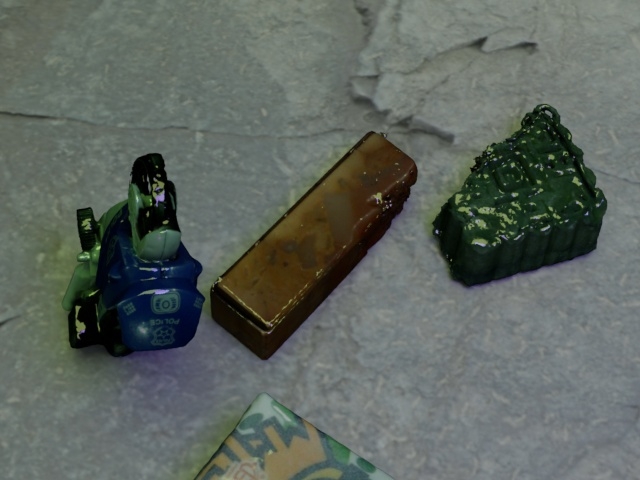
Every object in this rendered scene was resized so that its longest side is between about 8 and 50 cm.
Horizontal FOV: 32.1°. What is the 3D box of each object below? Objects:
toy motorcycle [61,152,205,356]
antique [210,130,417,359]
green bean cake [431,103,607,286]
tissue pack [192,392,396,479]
[{"bbox_3d":[-0.199,0.042,1.212,0.125,0.331,0.196,-2,71,-21],"label":"toy motorcycle"},{"bbox_3d":[0.000,0.000,1.377,0.093,0.087,0.310,37,66,16],"label":"antique"},{"bbox_3d":[0.237,-0.060,1.408,0.208,0.107,0.193,-17,63,-9],"label":"green bean cake"},{"bbox_3d":[-0.005,0.339,1.162,0.311,0.128,0.228,32,63,15],"label":"tissue pack"}]
